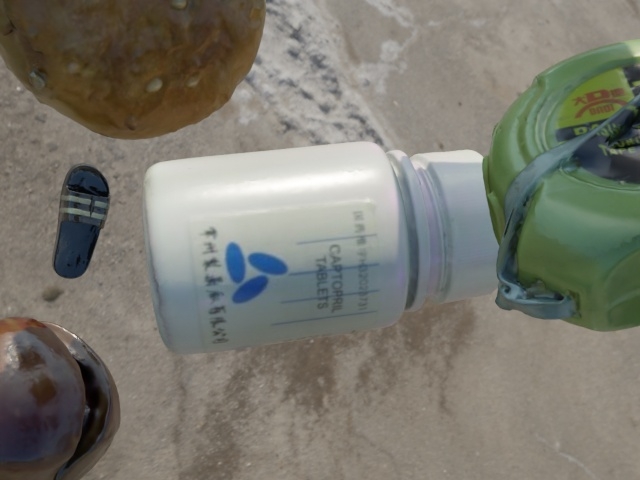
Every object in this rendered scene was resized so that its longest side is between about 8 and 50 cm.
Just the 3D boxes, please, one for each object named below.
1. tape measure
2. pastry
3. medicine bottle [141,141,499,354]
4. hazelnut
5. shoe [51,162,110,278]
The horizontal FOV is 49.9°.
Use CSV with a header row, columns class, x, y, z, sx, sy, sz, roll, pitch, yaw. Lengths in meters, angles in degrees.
class,x,y,z,sx,sy,sz,roll,pitch,yaw
tape measure,0.181,-0.032,0.378,0.106,0.200,0.175,61,15,-44
pastry,-0.188,-0.260,0.641,0.284,0.316,0.184,-29,46,-27
medicine bottle,0.000,0.000,0.607,0.292,0.170,0.170,-8,68,-9
hazelnut,-0.347,0.198,0.806,0.217,0.251,0.217,-2,72,6
shoe,-0.353,-0.022,1.023,0.071,0.049,0.179,9,103,-35
